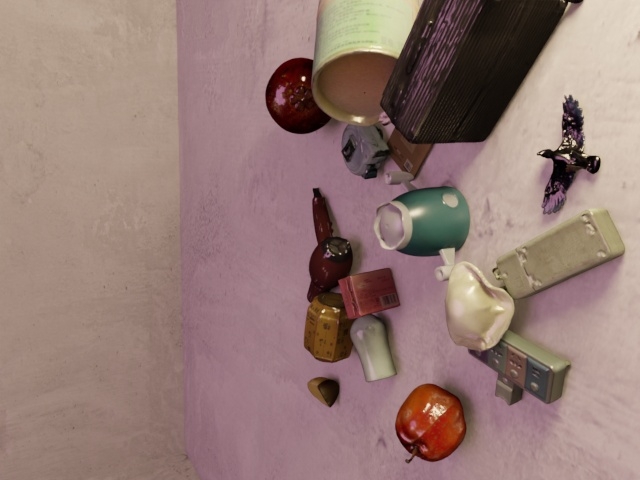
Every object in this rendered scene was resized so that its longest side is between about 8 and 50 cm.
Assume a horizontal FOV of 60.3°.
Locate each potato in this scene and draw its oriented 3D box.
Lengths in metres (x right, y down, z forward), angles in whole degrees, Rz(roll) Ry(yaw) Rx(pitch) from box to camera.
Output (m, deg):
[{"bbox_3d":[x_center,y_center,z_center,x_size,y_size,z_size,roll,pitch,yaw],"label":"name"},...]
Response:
[{"bbox_3d":[0.007,0.475,1.785,0.103,0.066,0.096,14,132,53],"label":"potato"}]

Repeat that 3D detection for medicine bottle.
[{"bbox_3d":[0.108,-0.490,1.249,0.236,0.235,0.406,-42,38,54],"label":"medicine bottle"}]

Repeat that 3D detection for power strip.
[{"bbox_3d":[0.392,0.259,1.121,0.215,0.061,0.145,33,130,54],"label":"power strip"},{"bbox_3d":[0.418,0.040,1.030,0.288,0.053,0.093,-43,60,54],"label":"power strip"}]

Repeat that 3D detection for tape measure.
[{"bbox_3d":[0.082,-0.314,1.500,0.330,0.084,0.164,66,148,30],"label":"tape measure"}]

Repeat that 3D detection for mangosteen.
[{"bbox_3d":[-0.053,-0.425,1.623,0.257,0.215,0.215,-89,4,-72],"label":"mangosteen"}]

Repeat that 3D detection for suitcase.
[{"bbox_3d":[0.278,-0.344,1.023,0.152,0.229,0.335,59,141,35],"label":"suitcase"}]

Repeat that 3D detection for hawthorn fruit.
[{"bbox_3d":[0.244,0.433,1.264,0.157,0.194,0.157,28,142,24],"label":"hawthorn fruit"}]

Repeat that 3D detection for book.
[{"bbox_3d":[0.228,-0.262,1.333,0.138,0.016,0.199,61,143,34],"label":"book"}]

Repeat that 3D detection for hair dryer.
[{"bbox_3d":[0.000,0.000,1.714,0.312,0.123,0.340,116,149,-57],"label":"hair dryer"}]

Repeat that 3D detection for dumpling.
[{"bbox_3d":[0.318,0.131,1.101,0.134,0.100,0.169,-2,70,43],"label":"dumpling"}]

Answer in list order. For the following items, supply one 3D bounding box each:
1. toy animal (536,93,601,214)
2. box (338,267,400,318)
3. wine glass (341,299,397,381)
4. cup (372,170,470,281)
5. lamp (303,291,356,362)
[{"bbox_3d":[0.436,-0.145,0.977,0.108,0.062,0.220,-127,38,-68],"label":"toy animal"},{"bbox_3d":[0.128,0.137,1.440,0.060,0.156,0.111,-24,76,51],"label":"box"},{"bbox_3d":[0.135,0.262,1.502,0.103,0.103,0.231,-30,73,57],"label":"wine glass"},{"bbox_3d":[0.218,-0.039,1.238,0.167,0.173,0.300,-56,48,46],"label":"cup"},{"bbox_3d":[0.031,0.256,1.628,0.161,0.161,0.185,38,127,50],"label":"lamp"}]
